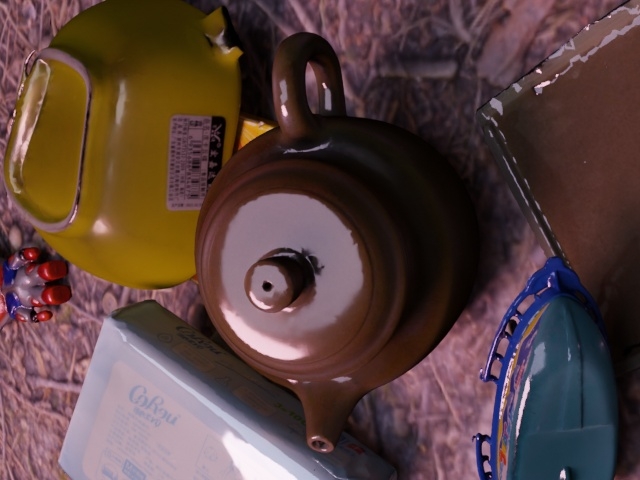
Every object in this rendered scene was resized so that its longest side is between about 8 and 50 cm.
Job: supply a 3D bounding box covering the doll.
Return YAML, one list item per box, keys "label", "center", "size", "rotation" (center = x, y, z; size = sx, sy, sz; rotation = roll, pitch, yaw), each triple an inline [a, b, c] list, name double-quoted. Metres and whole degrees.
- label: "doll"
  center: [-0.350, 0.054, 1.018]
  size: [0.195, 0.062, 0.104]
  rotation: [-10, 106, 33]

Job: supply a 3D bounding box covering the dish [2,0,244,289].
- label: "dish"
  center: [-0.179, -0.085, 0.769]
  size: [0.221, 0.108, 0.262]
  rotation: [31, 112, 34]

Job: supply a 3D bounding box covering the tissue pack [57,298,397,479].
- label: "tissue pack"
  center: [-0.081, 0.187, 0.767]
  size: [0.263, 0.089, 0.177]
  rotation: [32, 114, 22]

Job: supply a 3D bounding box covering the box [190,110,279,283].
- label: "box"
  center: [-0.097, -0.041, 0.800]
  size: [0.269, 0.043, 0.152]
  rotation: [22, 108, 36]

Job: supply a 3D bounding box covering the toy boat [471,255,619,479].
- label: "toy boat"
  center: [0.137, 0.084, 0.594]
  size: [0.110, 0.091, 0.175]
  rotation: [-109, 15, -63]

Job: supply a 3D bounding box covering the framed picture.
- label: "framed picture"
  center: [0.235, -0.062, 0.535]
  size: [0.281, 0.019, 0.208]
  rotation: [-33, 74, 38]

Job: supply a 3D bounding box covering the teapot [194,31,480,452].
- label: "teapot"
  center: [0.000, 0.000, 0.610]
  size: [0.186, 0.175, 0.267]
  rotation: [-4, 97, 19]

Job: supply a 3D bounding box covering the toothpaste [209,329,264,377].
- label: "toothpaste"
  center: [-0.126, 0.157, 0.855]
  size: [0.060, 0.038, 0.233]
  rotation: [50, 122, 11]
